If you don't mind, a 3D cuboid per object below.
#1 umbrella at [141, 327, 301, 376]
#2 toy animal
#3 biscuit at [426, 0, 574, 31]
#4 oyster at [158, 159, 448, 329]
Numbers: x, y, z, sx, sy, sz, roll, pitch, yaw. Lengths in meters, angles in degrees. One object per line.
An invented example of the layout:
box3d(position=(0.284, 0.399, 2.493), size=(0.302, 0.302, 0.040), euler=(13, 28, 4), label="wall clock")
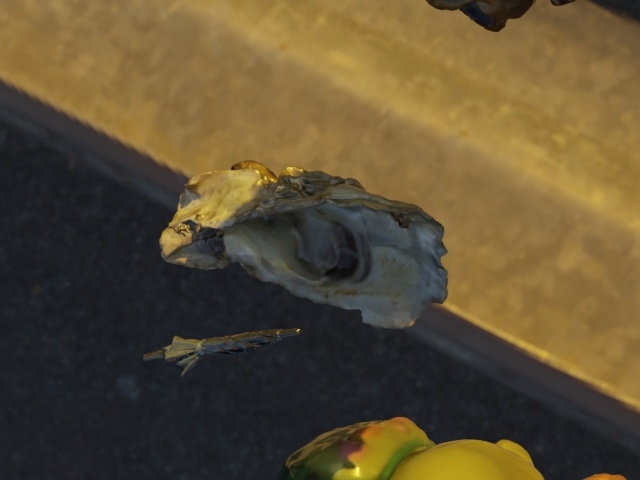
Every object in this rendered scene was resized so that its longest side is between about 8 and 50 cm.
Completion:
box3d(position=(-0.112, 0.113, 1.530), size=(0.269, 0.044, 0.044), euler=(-13, 94, 51), label="umbrella")
box3d(position=(0.109, 0.280, 1.413), size=(0.338, 0.216, 0.191), euler=(6, 103, 35), label="toy animal")
box3d(position=(0.128, -0.267, 0.874), size=(0.081, 0.289, 0.334), euler=(28, 178, 36), label="biscuit")
box3d(position=(-0.010, -0.011, 1.215), size=(0.233, 0.107, 0.161), euler=(5, 135, 12), label="oyster")
